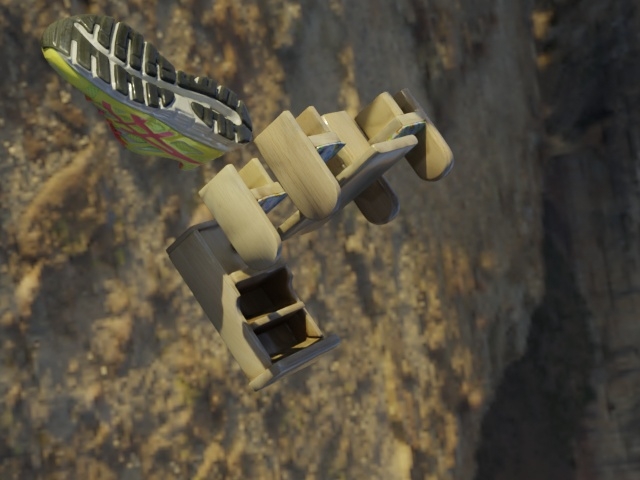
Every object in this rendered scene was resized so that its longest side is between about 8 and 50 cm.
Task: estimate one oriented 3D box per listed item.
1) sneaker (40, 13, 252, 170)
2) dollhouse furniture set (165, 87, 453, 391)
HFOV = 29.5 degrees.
[{"bbox_3d":[-0.163,-0.117,1.068,0.208,0.094,0.081,31,43,-33],"label":"sneaker"},{"bbox_3d":[0.000,0.000,1.112,0.161,0.242,0.212,56,33,10],"label":"dollhouse furniture set"}]
